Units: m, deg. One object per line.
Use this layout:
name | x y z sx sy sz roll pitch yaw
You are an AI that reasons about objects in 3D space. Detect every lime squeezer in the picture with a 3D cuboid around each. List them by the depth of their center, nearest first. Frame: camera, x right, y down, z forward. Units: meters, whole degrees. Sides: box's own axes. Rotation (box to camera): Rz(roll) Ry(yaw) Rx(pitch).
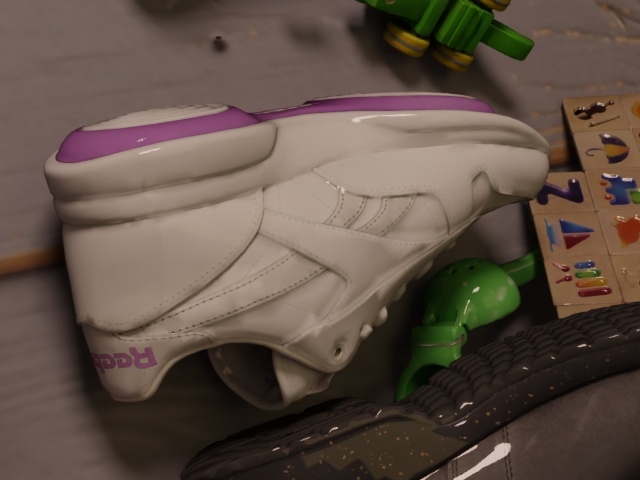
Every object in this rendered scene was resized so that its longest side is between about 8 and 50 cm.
lime squeezer | 0.083 0.083 0.744 0.310 0.058 0.110 -66 150 -32

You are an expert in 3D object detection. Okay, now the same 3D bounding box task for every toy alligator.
toy alligator | 0.052 -0.148 0.772 0.189 0.056 0.051 12 29 -36

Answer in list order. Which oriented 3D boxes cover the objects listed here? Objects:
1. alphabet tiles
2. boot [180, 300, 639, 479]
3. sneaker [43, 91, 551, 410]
alphabet tiles | 0.229 -0.019 0.795 0.198 0.009 0.237 -3 42 -1
boot | 0.113 0.164 0.642 0.338 0.118 0.223 -18 91 -5
sneaker | 0.000 0.000 0.667 0.305 0.114 0.152 -10 99 -37
